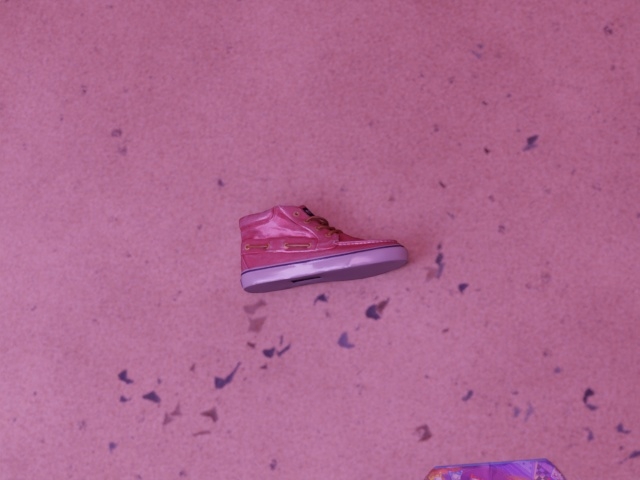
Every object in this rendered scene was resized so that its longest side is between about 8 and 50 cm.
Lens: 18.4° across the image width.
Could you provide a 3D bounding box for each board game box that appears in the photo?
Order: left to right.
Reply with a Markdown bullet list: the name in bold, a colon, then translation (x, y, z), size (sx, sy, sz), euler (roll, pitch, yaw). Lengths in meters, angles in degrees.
- **board game box**: translation (0.166, 0.277, 1.918), size (0.169, 0.033, 0.133), euler (-5, 71, 12)

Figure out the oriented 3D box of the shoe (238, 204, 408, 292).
- **shoe**: translation (0.000, 0.000, 2.030), size (0.178, 0.063, 0.081), euler (-9, 75, 15)
